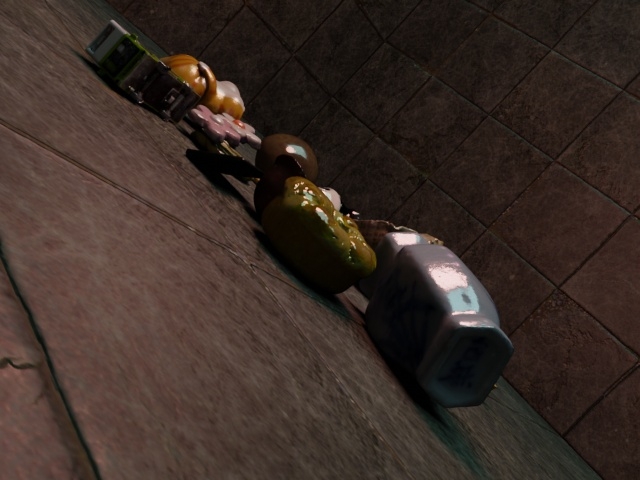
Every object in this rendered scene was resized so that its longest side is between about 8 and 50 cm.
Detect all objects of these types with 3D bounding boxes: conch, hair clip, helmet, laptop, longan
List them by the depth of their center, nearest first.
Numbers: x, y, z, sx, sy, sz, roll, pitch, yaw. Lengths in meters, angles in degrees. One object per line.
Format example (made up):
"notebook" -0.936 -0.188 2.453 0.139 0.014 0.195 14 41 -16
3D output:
"helmet" -0.086 -0.089 1.405 0.155 0.106 0.175 45 -29 26
"laptop" -0.190 -0.162 1.424 0.135 0.016 0.197 9 -4 14
"hair clip" -0.242 -0.281 1.676 0.146 0.075 0.257 49 11 14
"conch" 0.172 0.061 1.806 0.297 0.352 0.210 52 41 -53
"longan" -0.107 -0.233 2.034 0.212 0.198 0.198 21 17 -32

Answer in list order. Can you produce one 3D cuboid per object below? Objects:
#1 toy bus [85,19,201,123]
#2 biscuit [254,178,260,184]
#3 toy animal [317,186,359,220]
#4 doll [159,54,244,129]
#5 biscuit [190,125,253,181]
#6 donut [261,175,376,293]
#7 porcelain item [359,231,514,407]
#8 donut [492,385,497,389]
"toy bus" -0.382 -0.360 1.464 0.139 0.113 0.302 45 3 12
"biscuit" -0.170 -0.164 1.901 0.081 0.018 0.083 45 5 15
"toy animal" 0.003 -0.092 1.890 0.179 0.166 0.138 33 43 -62
"doll" -0.333 -0.405 1.823 0.269 0.162 0.166 41 13 -39
"biscuit" -0.243 -0.220 1.724 0.187 0.036 0.273 43 6 2
"donut" 0.000 0.000 1.297 0.261 0.128 0.208 39 16 -43
"porcelain item" 0.213 0.139 1.289 0.178 0.242 0.405 21 17 -21
"donut" 0.420 0.364 1.881 0.146 0.078 0.181 41 13 -15
